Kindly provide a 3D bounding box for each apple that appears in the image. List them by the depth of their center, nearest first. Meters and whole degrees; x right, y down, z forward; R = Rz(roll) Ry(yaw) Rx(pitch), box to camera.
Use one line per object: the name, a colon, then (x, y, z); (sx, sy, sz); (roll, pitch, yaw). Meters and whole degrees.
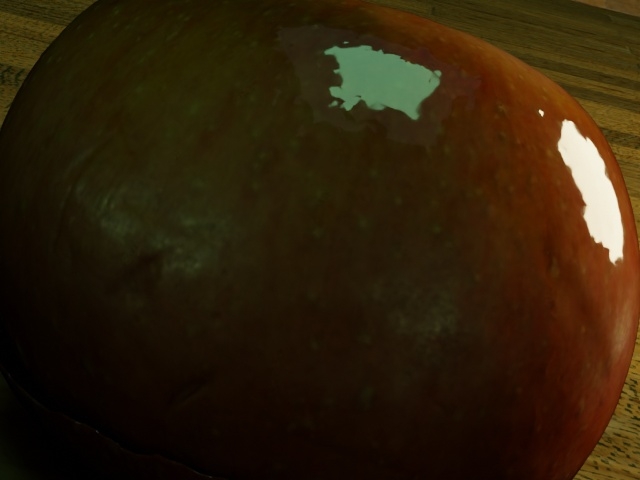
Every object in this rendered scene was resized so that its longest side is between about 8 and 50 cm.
apple: (0.000, 0.000, 0.695); (0.251, 0.206, 0.272); (5, 17, -35)
